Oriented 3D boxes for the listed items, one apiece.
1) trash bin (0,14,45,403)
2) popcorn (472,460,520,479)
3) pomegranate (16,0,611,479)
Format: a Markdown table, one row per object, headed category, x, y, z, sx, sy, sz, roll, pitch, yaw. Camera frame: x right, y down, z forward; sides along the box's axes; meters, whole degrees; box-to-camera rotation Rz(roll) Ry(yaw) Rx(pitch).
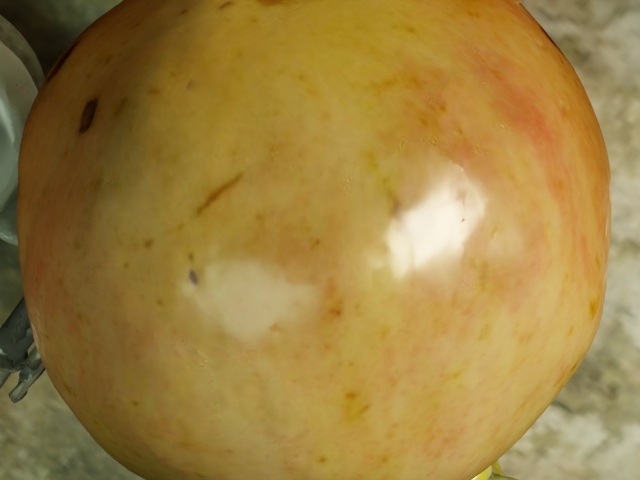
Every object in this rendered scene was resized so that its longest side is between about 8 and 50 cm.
| category | x | y | z | sx | sy | sz | roll | pitch | yaw |
| --- | --- | --- | --- | --- | --- | --- | --- | --- | --- |
| trash bin | -0.265 | 0.032 | 0.502 | 0.296 | 0.368 | 0.256 | 38 | 122 | -4 |
| popcorn | 0.027 | 0.135 | 0.605 | 0.145 | 0.125 | 0.126 | 46 | 135 | 14 |
| pomegranate | 0.001 | -0.001 | 0.501 | 0.191 | 0.191 | 0.191 | 8 | 120 | 15 |
